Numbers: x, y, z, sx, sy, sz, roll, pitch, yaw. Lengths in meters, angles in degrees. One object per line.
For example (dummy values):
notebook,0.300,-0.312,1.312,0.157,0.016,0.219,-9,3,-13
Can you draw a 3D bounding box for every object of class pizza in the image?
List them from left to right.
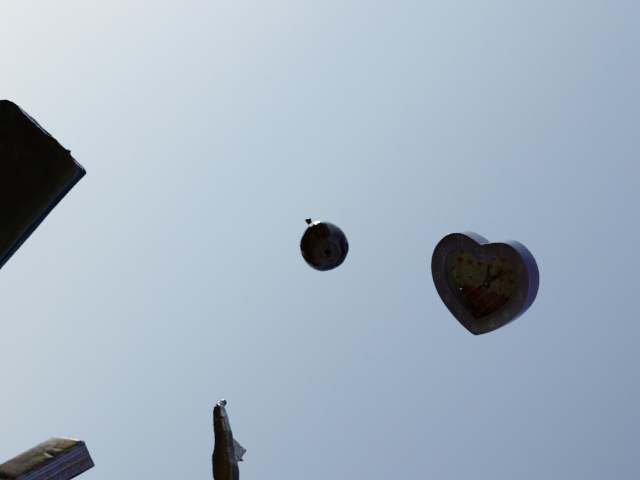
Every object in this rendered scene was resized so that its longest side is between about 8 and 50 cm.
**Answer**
pizza,-0.174,0.415,2.184,0.025,0.078,0.083,-39,-125,11

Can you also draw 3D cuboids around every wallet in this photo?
wallet,-0.570,-0.054,1.849,0.377,0.197,0.051,-46,180,11

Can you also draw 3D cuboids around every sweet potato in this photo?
sweet potato,-0.177,0.372,2.019,0.050,0.050,0.214,-49,-144,36

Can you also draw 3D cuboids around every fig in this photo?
fig,0.000,0.000,1.937,0.088,0.089,0.125,-65,-161,15

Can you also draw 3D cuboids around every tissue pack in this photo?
tissue pack,-0.477,0.388,1.884,0.109,0.148,0.060,-6,-76,47

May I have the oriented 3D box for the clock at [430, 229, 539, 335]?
clock,0.280,0.074,1.865,0.198,0.064,0.172,13,-72,41
